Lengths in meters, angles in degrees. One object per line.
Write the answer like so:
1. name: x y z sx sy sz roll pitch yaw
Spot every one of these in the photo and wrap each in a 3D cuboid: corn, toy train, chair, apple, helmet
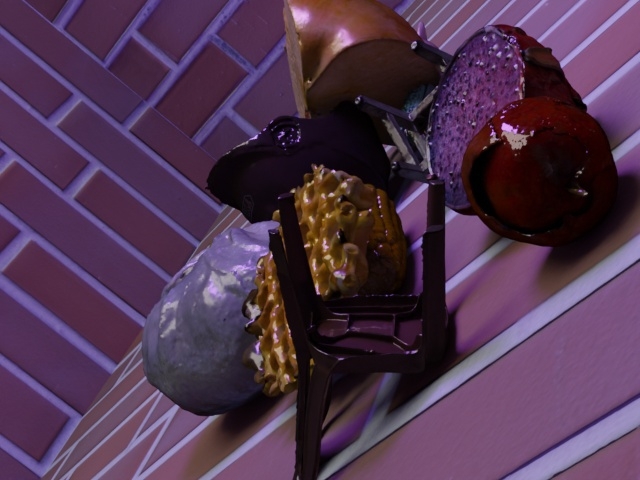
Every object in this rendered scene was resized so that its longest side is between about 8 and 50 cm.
1. corn: 0.061 0.005 1.632 0.119 0.119 0.322 -47 15 16
2. toy train: 0.175 -0.196 1.928 0.070 0.099 0.172 -43 12 25
3. chair: 0.196 -0.163 1.693 0.136 0.147 0.270 -43 -32 26
4. chair: 0.047 0.116 1.276 0.175 0.183 0.326 -76 -17 -67
5. apple: 0.044 -0.295 2.010 0.252 0.314 0.309 -52 -20 -29
6. helmet: -0.016 -0.083 1.954 0.305 0.177 0.225 -24 -23 -16

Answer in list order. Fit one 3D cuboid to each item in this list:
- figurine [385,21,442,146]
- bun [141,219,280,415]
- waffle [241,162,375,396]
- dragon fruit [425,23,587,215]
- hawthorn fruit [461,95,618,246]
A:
1. figurine: 0.136 -0.280 2.250 0.176 0.186 0.287 94 -170 -62
2. bun: -0.128 0.109 1.814 0.362 0.211 0.362 -48 8 9
3. waffle: -0.019 0.053 1.511 0.329 0.062 0.329 -166 90 -69
4. dragon fruit: 0.230 -0.125 1.347 0.224 0.148 0.218 147 131 -60
5. hawthorn fruit: 0.215 -0.060 1.127 0.148 0.148 0.172 -49 26 6
